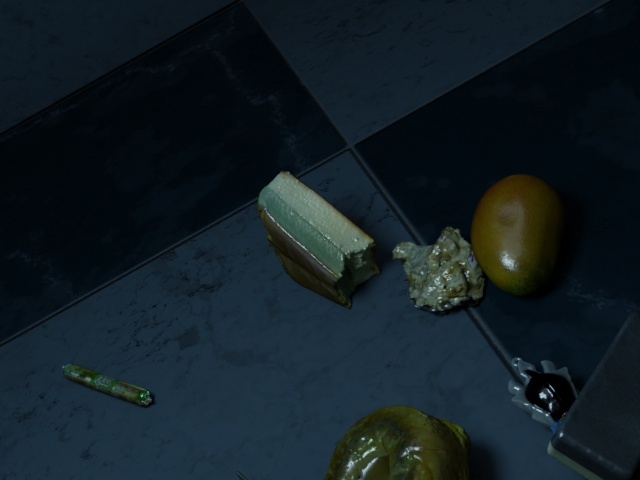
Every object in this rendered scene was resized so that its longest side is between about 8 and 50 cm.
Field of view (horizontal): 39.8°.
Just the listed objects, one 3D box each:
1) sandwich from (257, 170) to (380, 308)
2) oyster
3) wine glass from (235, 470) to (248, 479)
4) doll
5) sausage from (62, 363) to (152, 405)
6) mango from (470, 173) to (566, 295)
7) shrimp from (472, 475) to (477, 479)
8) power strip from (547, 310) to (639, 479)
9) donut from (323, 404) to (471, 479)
[{"bbox_3d":[0.000,0.000,1.566,0.108,0.220,0.186,-45,40,-21],"label":"sandwich"},{"bbox_3d":[0.192,0.046,1.512,0.191,0.081,0.163,8,55,42],"label":"oyster"},{"bbox_3d":[-0.164,0.437,1.283,0.202,0.093,0.093,-43,40,-19],"label":"wine glass"},{"bbox_3d":[0.327,0.228,1.228,0.096,0.070,0.195,-28,46,-10],"label":"doll"},{"bbox_3d":[-0.405,0.271,1.668,0.269,0.033,0.033,9,52,38],"label":"sausage"},{"bbox_3d":[0.321,-0.010,1.456,0.152,0.120,0.221,4,57,28],"label":"mango"},{"bbox_3d":[0.180,0.357,1.211,0.092,0.029,0.038,-43,30,-24],"label":"shrimp"},{"bbox_3d":[0.404,0.205,1.162,0.105,0.070,0.256,31,57,20],"label":"power strip"},{"bbox_3d":[0.094,0.347,1.167,0.208,0.128,0.261,-27,36,32],"label":"donut"}]
